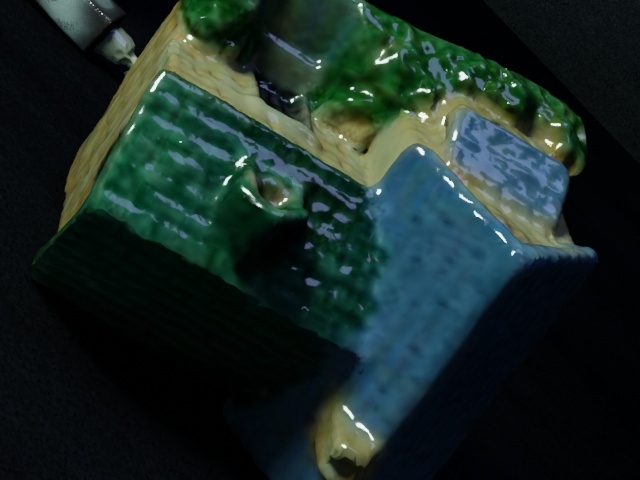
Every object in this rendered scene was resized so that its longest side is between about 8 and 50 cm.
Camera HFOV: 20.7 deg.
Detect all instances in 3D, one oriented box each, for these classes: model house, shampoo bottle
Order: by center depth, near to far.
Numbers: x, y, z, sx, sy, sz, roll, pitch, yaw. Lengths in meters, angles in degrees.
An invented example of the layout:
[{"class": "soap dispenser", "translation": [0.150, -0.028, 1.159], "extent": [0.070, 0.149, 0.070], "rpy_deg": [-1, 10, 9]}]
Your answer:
[{"class": "model house", "translation": [0.000, 0.000, 1.393], "extent": [0.382, 0.334, 0.342], "rpy_deg": [30, 21, -14]}, {"class": "shampoo bottle", "translation": [-0.241, -0.237, 1.756], "extent": [0.208, 0.063, 0.057], "rpy_deg": [45, 28, -5]}]
